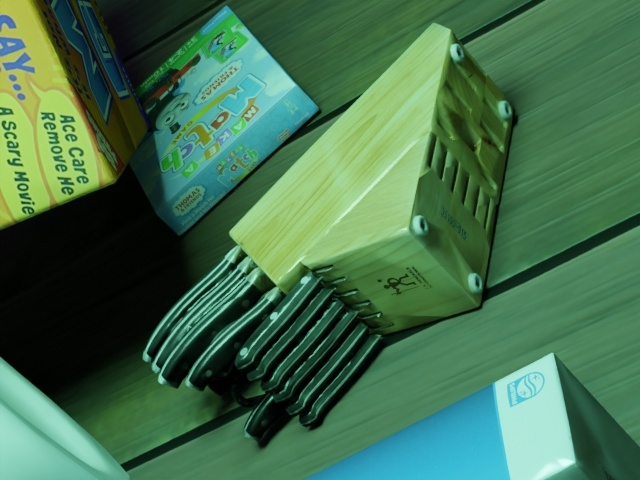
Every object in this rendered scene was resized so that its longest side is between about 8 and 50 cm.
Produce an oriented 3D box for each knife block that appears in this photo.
[{"bbox_3d":[0.000,0.000,1.070,0.242,0.088,0.276,-17,42,34],"label":"knife block"}]

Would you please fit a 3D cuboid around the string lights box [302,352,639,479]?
[{"bbox_3d":[0.046,0.175,0.785,0.259,0.133,0.077,-29,36,21],"label":"string lights box"}]

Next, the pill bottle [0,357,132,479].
[{"bbox_3d":[-0.296,0.232,0.797,0.408,0.229,0.229,-50,33,-6],"label":"pill bottle"}]

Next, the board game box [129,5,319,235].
[{"bbox_3d":[-0.102,-0.111,1.351,0.160,0.039,0.211,-42,34,3],"label":"board game box"}]

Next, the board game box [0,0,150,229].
[{"bbox_3d":[-0.372,-0.161,1.161,0.356,0.356,0.356,-23,11,2],"label":"board game box"}]
